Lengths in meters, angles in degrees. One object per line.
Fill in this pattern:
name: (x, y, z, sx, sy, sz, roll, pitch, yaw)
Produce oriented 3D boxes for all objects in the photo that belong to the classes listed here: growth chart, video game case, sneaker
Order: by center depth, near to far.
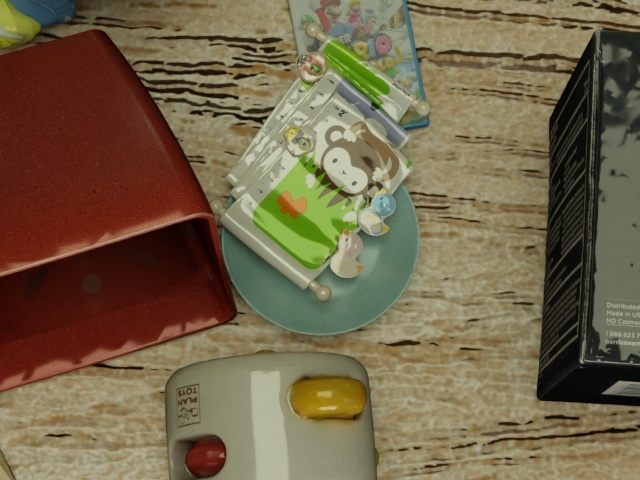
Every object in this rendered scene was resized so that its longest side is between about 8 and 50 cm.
growth chart: (0.004, -0.074, 1.773, 0.172, 0.021, 0.237, 30, 81, 3)
sneaker: (-0.312, -0.308, 1.828, 0.126, 0.091, 0.240, -13, 79, -22)
video game case: (0.037, -0.186, 1.836, 0.119, 0.015, 0.166, -10, 79, -3)

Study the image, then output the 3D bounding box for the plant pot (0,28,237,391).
plant pot: (-0.246, -0.037, 1.692, 0.267, 0.267, 0.236, -16, 67, -4)

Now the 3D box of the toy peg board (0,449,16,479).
toy peg board: (-0.369, 0.251, 1.710, 0.161, 0.079, 0.161, -27, 81, -7)

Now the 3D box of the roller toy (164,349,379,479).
roller toy: (-0.047, 0.173, 1.672, 0.191, 0.209, 0.146, -5, 78, 4)

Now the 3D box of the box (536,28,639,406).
box: (0.308, -0.008, 1.665, 0.182, 0.296, 0.294, 3, 79, 0)

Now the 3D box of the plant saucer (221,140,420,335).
plant saucer: (0.000, 0.000, 1.788, 0.195, 0.037, 0.195, 0, 79, -1)
